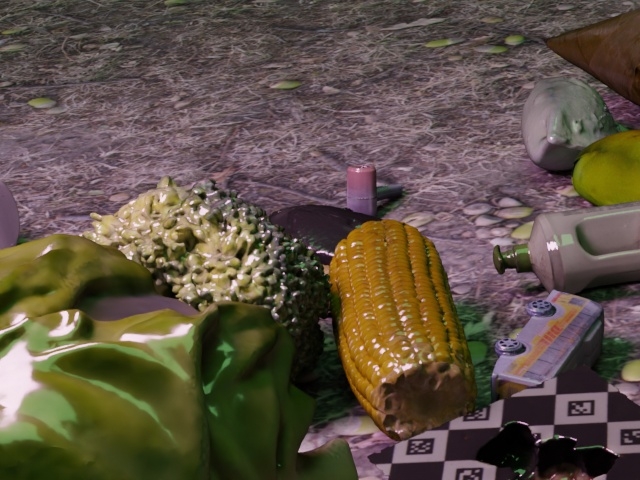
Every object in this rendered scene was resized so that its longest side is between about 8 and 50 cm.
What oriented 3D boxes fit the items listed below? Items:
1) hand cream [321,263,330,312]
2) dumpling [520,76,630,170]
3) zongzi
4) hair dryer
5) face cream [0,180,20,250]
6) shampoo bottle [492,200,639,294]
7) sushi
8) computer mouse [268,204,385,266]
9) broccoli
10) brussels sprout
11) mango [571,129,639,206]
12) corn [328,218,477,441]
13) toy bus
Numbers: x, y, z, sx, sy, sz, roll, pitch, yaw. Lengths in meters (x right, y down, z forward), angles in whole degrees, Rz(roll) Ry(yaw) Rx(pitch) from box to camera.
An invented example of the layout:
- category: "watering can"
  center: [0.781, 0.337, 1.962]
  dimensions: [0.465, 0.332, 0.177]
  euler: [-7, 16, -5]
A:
- category: "hand cream"
  center: [-0.030, 0.044, 2.063]
  dimensions: [0.203, 0.084, 0.084]
  euler: [11, 28, 24]
- category: "dumpling"
  center: [0.324, -0.149, 2.351]
  dimensions: [0.149, 0.105, 0.216]
  euler: [-10, 18, 11]
- category: "zongzi"
  center: [0.422, -0.215, 2.406]
  dimensions: [0.360, 0.160, 0.323]
  euler: [3, 24, 23]
- category: "hair dryer"
  center: [0.072, -0.064, 2.308]
  dimensions: [0.037, 0.063, 0.114]
  euler: [7, 11, 34]
- category: "face cream"
  center: [-0.432, -0.021, 2.287]
  dimensions: [0.104, 0.117, 0.117]
  euler: [-9, 21, 22]
- category: "shampoo bottle"
  center: [0.301, 0.008, 2.010]
  dimensions: [0.234, 0.087, 0.118]
  euler: [-8, 23, 1]
- category: "sushi"
  center: [0.193, 0.212, 1.613]
  dimensions: [0.231, 0.047, 0.219]
  euler: [-21, 30, -19]
- category: "computer mouse"
  center: [0.000, 0.000, 2.148]
  dimensions: [0.217, 0.073, 0.122]
  euler: [9, 27, 32]
- category: "broccoli"
  center: [-0.127, 0.050, 1.887]
  dimensions: [0.260, 0.235, 0.288]
  euler: [-10, -14, -8]
- category: "brussels sprout"
  center: [-0.225, 0.189, 1.424]
  dimensions: [0.425, 0.342, 0.361]
  euler: [8, 30, 39]
- category: "mango"
  center: [0.377, -0.075, 2.163]
  dimensions: [0.125, 0.111, 0.233]
  euler: [-2, 6, -23]
- category: "corn"
  center: [0.077, 0.088, 1.837]
  dimensions: [0.131, 0.131, 0.344]
  euler: [-8, 22, -1]
- category: "toy bus"
  center: [0.219, 0.112, 1.819]
  dimensions: [0.075, 0.064, 0.190]
  euler: [10, 28, 25]
